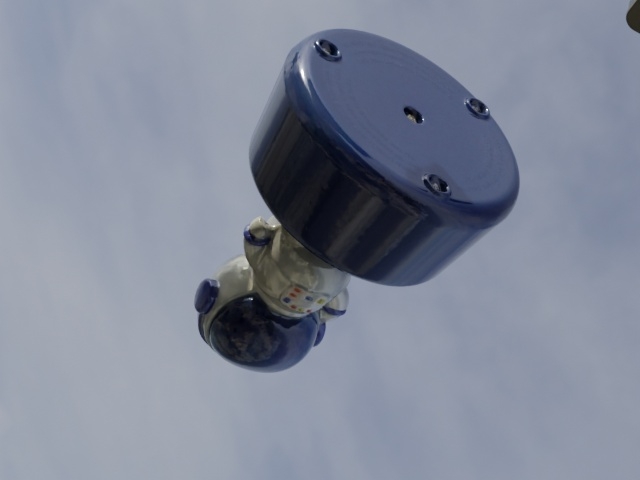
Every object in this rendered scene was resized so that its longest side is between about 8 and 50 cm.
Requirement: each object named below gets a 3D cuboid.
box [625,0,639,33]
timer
[{"bbox_3d":[0.357,-0.240,1.353,0.091,0.031,0.126,25,-51,-10],"label":"box"},{"bbox_3d":[0.000,0.000,1.500,0.270,0.270,0.383,48,-54,17],"label":"timer"}]
